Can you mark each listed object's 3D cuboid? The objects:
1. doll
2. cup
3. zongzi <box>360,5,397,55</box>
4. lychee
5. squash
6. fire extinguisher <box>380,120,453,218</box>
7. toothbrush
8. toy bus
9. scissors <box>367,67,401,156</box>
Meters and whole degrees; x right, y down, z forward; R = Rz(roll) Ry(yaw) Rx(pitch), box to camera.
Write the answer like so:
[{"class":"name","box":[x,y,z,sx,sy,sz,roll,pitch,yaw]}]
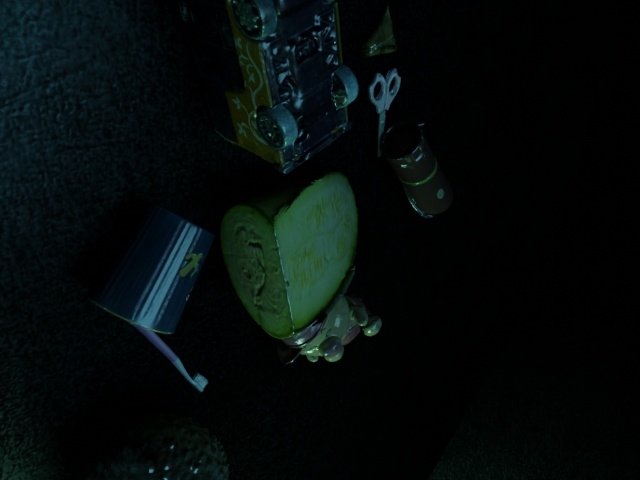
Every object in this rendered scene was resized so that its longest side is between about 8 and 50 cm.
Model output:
[{"class":"doll","box":[0.003,0.179,1.097,0.255,0.152,0.196,23,91,-53]},{"class":"cup","box":[-0.234,0.039,0.760,0.155,0.131,0.176,-63,174,-5]},{"class":"zongzi","box":[0.106,-0.391,0.965,0.076,0.040,0.084,-23,117,-33]},{"class":"lychee","box":[-0.272,0.413,0.854,0.256,0.255,0.274,-62,176,-1]},{"class":"squash","box":[0.000,0.000,0.926,0.308,0.210,0.234,-21,110,-34]},{"class":"fire extinguisher","box":[0.247,-0.158,1.223,0.142,0.105,0.341,-62,145,-8]},{"class":"toothbrush","box":[-0.263,0.193,0.893,0.025,0.020,0.287,-54,145,-26]},{"class":"toy bus","box":[-0.074,-0.277,0.681,0.162,0.194,0.324,-40,141,-28]},{"class":"scissors","box":[0.131,-0.265,1.093,0.100,0.015,0.189,-28,134,-36]}]
